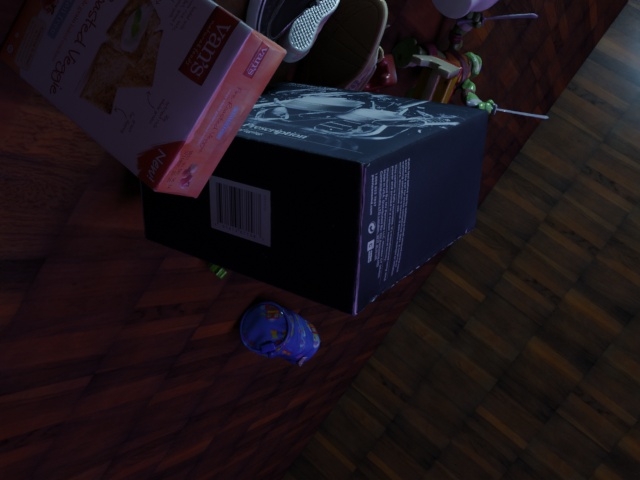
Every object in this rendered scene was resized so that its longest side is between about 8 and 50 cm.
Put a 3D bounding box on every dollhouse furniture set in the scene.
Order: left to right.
[{"bbox_3d":[0.116,-0.186,1.254,0.152,0.201,0.373,-21,138,-54],"label":"dollhouse furniture set"}]

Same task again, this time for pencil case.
[{"bbox_3d":[-0.092,0.233,1.610,0.120,0.133,0.306,-20,161,9],"label":"pencil case"}]

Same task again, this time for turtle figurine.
[{"bbox_3d":[0.290,-0.349,1.302,0.266,0.275,0.197,-22,130,-39],"label":"turtle figurine"}]

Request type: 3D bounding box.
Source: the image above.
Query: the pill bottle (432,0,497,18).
[{"bbox_3d":[0.301,-0.496,1.206,0.221,0.124,0.124,-42,158,-27],"label":"pill bottle"}]

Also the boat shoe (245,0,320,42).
[{"bbox_3d":[-0.020,-0.340,0.848,0.219,0.070,0.078,-58,160,17],"label":"boat shoe"}]

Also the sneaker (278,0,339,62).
[{"bbox_3d":[-0.021,-0.311,0.943,0.134,0.051,0.070,-64,-166,-18],"label":"sneaker"}]

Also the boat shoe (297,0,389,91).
[{"bbox_3d":[0.027,-0.271,1.049,0.089,0.104,0.285,-36,166,-49],"label":"boat shoe"}]

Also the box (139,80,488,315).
[{"bbox_3d":[-0.008,-0.086,0.872,0.313,0.344,0.178,-28,127,-49],"label":"box"}]

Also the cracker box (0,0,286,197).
[{"bbox_3d":[-0.165,-0.166,0.591,0.155,0.232,0.067,-56,160,12],"label":"cracker box"}]

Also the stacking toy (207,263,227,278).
[{"bbox_3d":[-0.152,-0.031,1.140,0.167,0.052,0.221,-46,162,-9],"label":"stacking toy"}]
